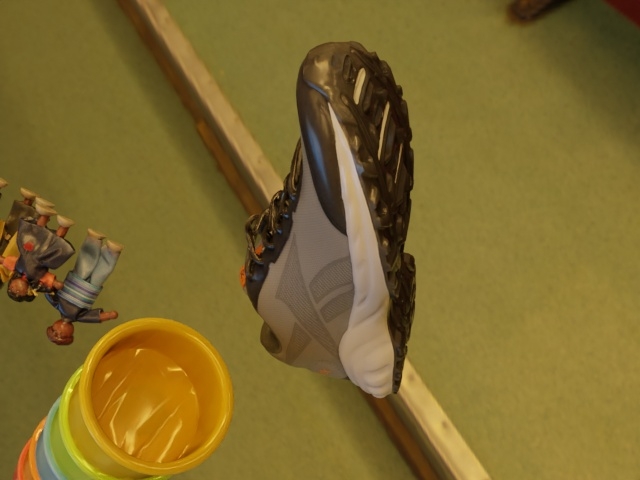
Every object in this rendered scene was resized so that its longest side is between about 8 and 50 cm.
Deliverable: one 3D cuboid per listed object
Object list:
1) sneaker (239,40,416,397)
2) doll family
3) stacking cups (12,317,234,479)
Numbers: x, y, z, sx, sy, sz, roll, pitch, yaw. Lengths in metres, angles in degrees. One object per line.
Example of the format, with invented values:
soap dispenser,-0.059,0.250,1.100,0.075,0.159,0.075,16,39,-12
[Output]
sneaker,0.000,0.001,0.691,0.108,0.271,0.100,7,51,8
doll family,-0.271,0.020,1.111,0.193,0.076,0.111,29,92,25
stacking cups,-0.160,0.137,0.827,0.096,0.316,0.096,9,68,-24
